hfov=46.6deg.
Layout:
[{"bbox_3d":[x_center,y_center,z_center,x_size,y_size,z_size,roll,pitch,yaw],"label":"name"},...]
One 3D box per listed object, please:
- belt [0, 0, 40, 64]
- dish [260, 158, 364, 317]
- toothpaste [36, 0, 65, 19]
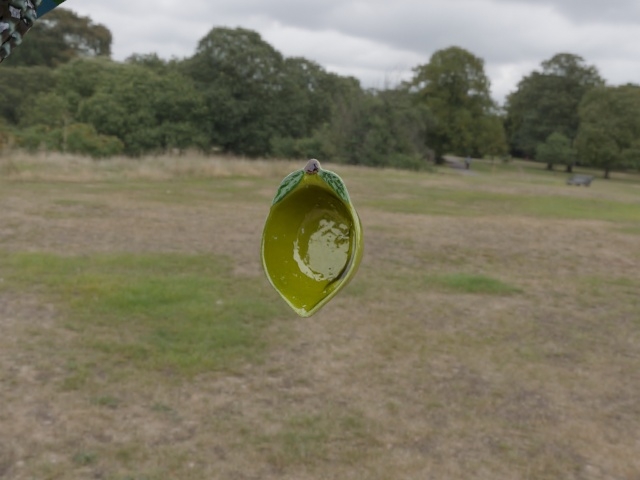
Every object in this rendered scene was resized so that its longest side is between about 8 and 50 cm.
[{"bbox_3d":[-0.234,-0.182,0.312,0.149,0.207,0.258,20,-32,18],"label":"belt"},{"bbox_3d":[0.000,0.000,0.998,0.148,0.208,0.080,4,-4,28],"label":"dish"},{"bbox_3d":[-0.313,-0.219,0.680,0.266,0.065,0.050,-21,-20,23],"label":"toothpaste"}]
